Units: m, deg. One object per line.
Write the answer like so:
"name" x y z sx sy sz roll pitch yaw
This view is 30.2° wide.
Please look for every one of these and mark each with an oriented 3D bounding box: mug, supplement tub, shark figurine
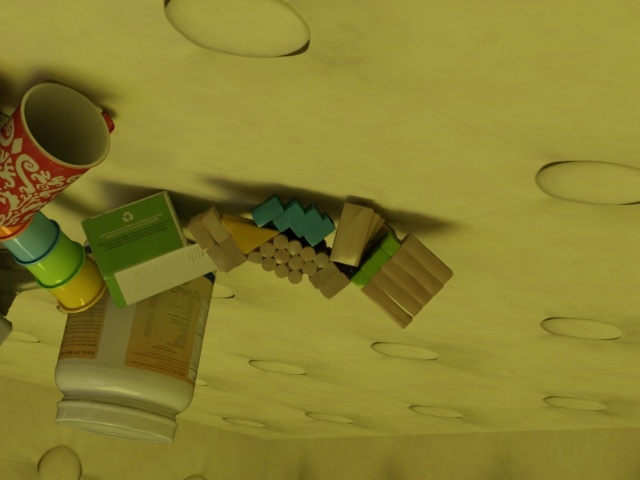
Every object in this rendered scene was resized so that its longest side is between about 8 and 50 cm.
"mug" -0.326 -0.090 1.409 0.150 0.113 0.169 9 146 -41
"supplement tub" -0.306 0.160 1.947 0.228 0.316 0.228 9 163 3
"shark figurine" -0.555 0.085 2.200 0.278 0.116 0.166 7 165 14

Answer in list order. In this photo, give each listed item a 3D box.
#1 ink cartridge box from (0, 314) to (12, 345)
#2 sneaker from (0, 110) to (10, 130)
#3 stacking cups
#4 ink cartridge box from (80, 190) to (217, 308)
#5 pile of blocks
"ink cartridge box" -0.720 0.088 2.211 0.308 0.091 0.385 38 173 -13
"sneaker" -0.459 -0.134 1.456 0.112 0.121 0.299 41 160 -4
"stacking cups" -0.442 -0.011 1.753 0.096 0.096 0.316 -1 146 32
"ink cartridge box" -0.208 -0.006 1.763 0.255 0.097 0.189 -22 166 -10
"pile of blocks" 0.000 0.000 1.648 0.362 0.149 0.112 17 -167 -7
